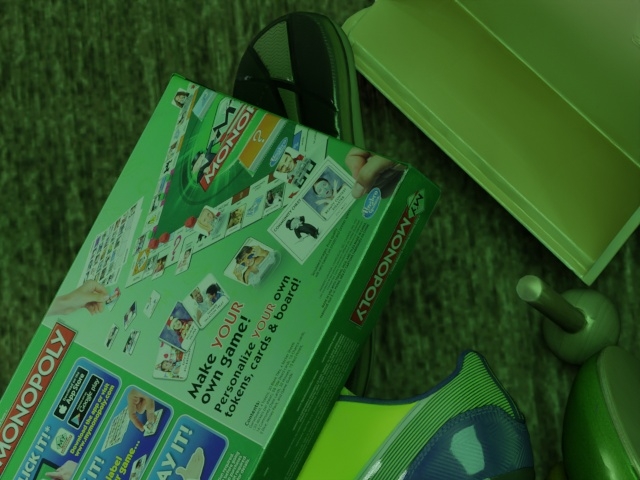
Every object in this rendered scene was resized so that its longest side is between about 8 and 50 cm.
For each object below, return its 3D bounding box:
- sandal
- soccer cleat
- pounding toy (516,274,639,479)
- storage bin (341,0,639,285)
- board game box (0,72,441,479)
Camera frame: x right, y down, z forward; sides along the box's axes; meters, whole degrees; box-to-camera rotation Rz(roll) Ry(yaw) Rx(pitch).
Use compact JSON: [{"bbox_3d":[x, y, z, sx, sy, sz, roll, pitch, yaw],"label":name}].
[{"bbox_3d":[0.001,-0.001,1.191,0.120,0.086,0.303,-3,79,35],"label":"sandal"},{"bbox_3d":[-0.004,0.153,1.115,0.289,0.093,0.121,-22,72,21],"label":"soccer cleat"},{"bbox_3d":[0.172,0.148,1.130,0.110,0.183,0.237,-34,74,19],"label":"pounding toy"},{"bbox_3d":[0.168,-0.161,1.139,0.260,0.262,0.123,43,47,12],"label":"storage bin"},{"bbox_3d":[-0.083,0.068,1.119,0.213,0.046,0.317,24,85,39],"label":"board game box"}]
